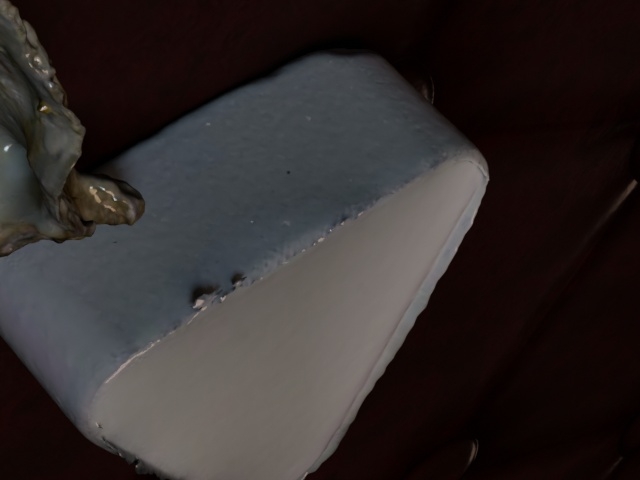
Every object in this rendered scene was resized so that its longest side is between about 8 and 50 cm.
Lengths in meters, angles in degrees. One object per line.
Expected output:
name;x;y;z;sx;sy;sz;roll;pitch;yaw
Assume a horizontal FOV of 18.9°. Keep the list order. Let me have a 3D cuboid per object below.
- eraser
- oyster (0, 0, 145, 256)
eraser;-0.060;0.053;1.328;0.331;0.150;0.331;-33;150;-22
oyster;-0.230;-0.058;0.998;0.204;0.111;0.396;-24;153;0
